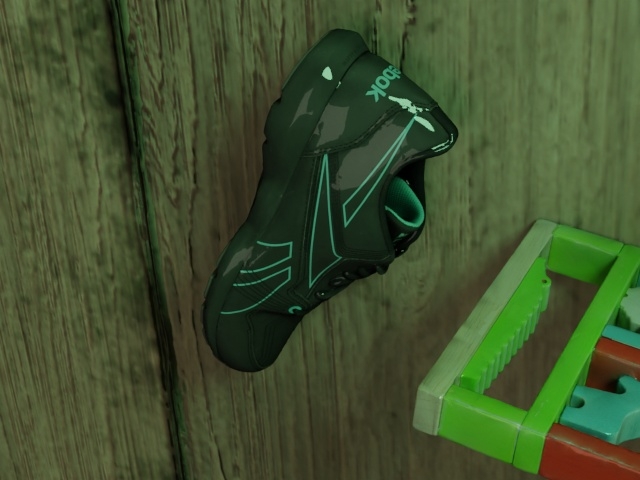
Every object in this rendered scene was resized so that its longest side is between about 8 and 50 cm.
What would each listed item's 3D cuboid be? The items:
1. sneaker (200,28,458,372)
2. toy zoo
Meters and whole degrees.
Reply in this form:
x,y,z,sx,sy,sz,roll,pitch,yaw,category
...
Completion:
x,y,z,sx,sy,sz,roll,pitch,yaw,category
0.000,0.000,0.831,0.106,0.101,0.267,29,130,9,sneaker
0.220,0.085,0.692,0.293,0.192,0.030,19,127,21,toy zoo
